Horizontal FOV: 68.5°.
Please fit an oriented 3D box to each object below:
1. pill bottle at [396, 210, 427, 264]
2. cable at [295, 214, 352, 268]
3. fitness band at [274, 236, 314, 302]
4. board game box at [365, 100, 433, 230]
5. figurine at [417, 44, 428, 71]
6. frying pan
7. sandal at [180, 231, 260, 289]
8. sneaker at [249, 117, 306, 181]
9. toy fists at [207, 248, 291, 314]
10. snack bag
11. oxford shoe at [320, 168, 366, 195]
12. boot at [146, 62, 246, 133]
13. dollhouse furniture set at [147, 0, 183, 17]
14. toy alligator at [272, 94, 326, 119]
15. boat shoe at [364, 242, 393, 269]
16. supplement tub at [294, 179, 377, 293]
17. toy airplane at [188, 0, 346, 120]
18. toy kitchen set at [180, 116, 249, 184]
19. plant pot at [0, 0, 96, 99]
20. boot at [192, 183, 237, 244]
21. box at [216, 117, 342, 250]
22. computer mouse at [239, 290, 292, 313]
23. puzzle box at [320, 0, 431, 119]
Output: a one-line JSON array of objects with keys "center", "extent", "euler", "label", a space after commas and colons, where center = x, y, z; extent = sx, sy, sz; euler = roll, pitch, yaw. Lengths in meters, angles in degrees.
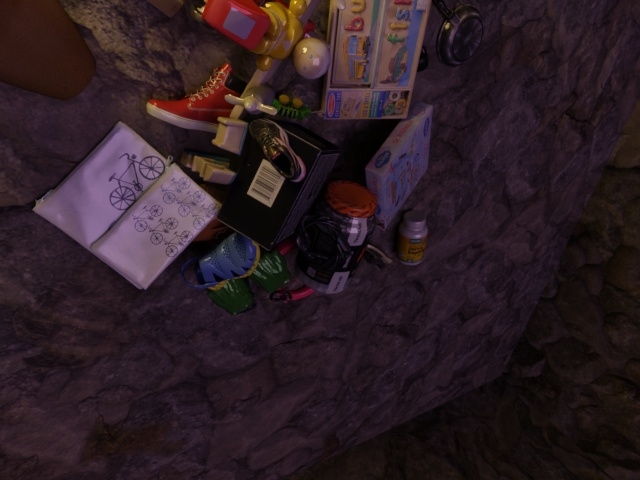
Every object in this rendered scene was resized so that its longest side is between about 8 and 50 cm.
[{"center": [0.373, -0.012, 1.913], "extent": [0.117, 0.117, 0.208], "euler": [-19, 131, -24], "label": "pill bottle"}, {"center": [0.000, 0.000, 1.391], "extent": [0.150, 0.047, 0.184], "euler": [-22, 117, 33], "label": "cable"}, {"center": [-0.093, 0.111, 1.710], "extent": [0.209, 0.054, 0.291], "euler": [-40, 137, -9], "label": "fitness band"}, {"center": [0.265, -0.242, 1.573], "extent": [0.318, 0.066, 0.319], "euler": [-53, 156, -21], "label": "board game box"}, {"center": [0.211, -0.583, 1.397], "extent": [0.209, 0.092, 0.215], "euler": [-25, 132, -14], "label": "figurine"}, {"center": [0.449, -0.709, 1.507], "extent": [0.197, 0.053, 0.326], "euler": [-38, 139, -9], "label": "frying pan"}, {"center": [-0.297, 0.068, 1.374], "extent": [0.138, 0.126, 0.317], "euler": [0, 152, -47], "label": "sandal"}, {"center": [-0.102, -0.215, 1.103], "extent": [0.072, 0.178, 0.077], "euler": [-43, 179, 17], "label": "sneaker"}, {"center": [-0.240, 0.125, 1.552], "extent": [0.279, 0.096, 0.142], "euler": [-31, 128, 6], "label": "toy fists"}, {"center": [-0.479, -0.085, 1.201], "extent": [0.323, 0.037, 0.342], "euler": [-45, 115, -1], "label": "snack bag"}, {"center": [0.044, -0.198, 1.572], "extent": [0.271, 0.097, 0.098], "euler": [22, 70, -36], "label": "oxford shoe"}, {"center": [-0.303, -0.368, 1.173], "extent": [0.244, 0.088, 0.176], "euler": [-2, 121, -44], "label": "boot"}, {"center": [-0.318, -0.601, 1.028], "extent": [0.151, 0.123, 0.144], "euler": [-26, 146, 33], "label": "dollhouse furniture set"}, {"center": [-0.068, -0.366, 1.339], "extent": [0.189, 0.051, 0.056], "euler": [9, 148, -24], "label": "toy alligator"}, {"center": [0.215, 0.063, 1.879], "extent": [0.073, 0.080, 0.223], "euler": [-55, 140, 3], "label": "boat shoe"}, {"center": [0.051, -0.011, 1.517], "extent": [0.207, 0.207, 0.338], "euler": [-7, 134, -33], "label": "supplement tub"}, {"center": [-0.072, -0.466, 1.075], "extent": [0.384, 0.272, 0.386], "euler": [-39, 166, -16], "label": "toy airplane"}, {"center": [-0.254, -0.244, 1.220], "extent": [0.122, 0.207, 0.166], "euler": [6, 109, -40], "label": "toy kitchen set"}, {"center": [-0.568, -0.387, 0.885], "extent": [0.237, 0.237, 0.254], "euler": [-46, 152, 1], "label": "plant pot"}, {"center": [-0.350, -0.025, 1.393], "extent": [0.283, 0.109, 0.220], "euler": [-50, 145, 5], "label": "boot"}, {"center": [-0.105, -0.163, 1.308], "extent": [0.296, 0.182, 0.294], "euler": [-61, 173, 16], "label": "box"}, {"center": [-0.216, 0.224, 1.660], "extent": [0.242, 0.041, 0.071], "euler": [-10, 135, -10], "label": "computer mouse"}, {"center": [0.150, -0.541, 1.325], "extent": [0.272, 0.052, 0.409], "euler": [-4, 129, -11], "label": "puzzle box"}]
